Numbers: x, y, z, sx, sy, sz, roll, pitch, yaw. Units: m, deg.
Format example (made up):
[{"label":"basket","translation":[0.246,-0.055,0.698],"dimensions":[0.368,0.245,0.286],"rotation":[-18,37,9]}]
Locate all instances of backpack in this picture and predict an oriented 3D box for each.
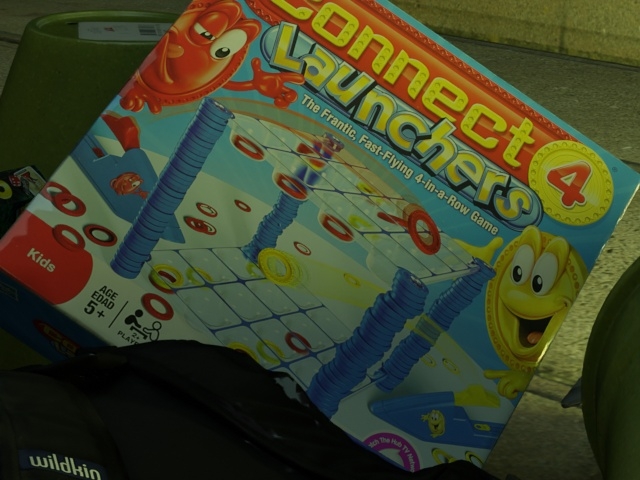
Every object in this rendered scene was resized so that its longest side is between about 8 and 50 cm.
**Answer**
[{"label":"backpack","translation":[-0.074,0.161,0.740],"dimensions":[0.277,0.213,0.263],"rotation":[-1,28,-34]}]

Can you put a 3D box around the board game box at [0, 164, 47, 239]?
[{"label":"board game box","translation":[-0.276,0.060,1.011],"dimensions":[0.030,0.259,0.136],"rotation":[47,35,14]}]

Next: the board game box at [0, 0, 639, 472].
[{"label":"board game box","translation":[0.000,0.000,0.982],"dimensions":[0.308,0.086,0.302],"rotation":[34,63,-1]}]

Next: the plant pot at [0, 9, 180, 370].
[{"label":"plant pot","translation":[-0.142,-0.012,1.151],"dimensions":[0.275,0.293,0.275],"rotation":[2,17,-1]}]

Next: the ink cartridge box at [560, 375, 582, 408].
[{"label":"ink cartridge box","translation":[0.342,0.072,1.009],"dimensions":[0.309,0.130,0.272],"rotation":[-23,3,30]}]

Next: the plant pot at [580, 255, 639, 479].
[{"label":"plant pot","translation":[0.247,0.151,0.793],"dimensions":[0.276,0.276,0.254],"rotation":[8,29,16]}]
